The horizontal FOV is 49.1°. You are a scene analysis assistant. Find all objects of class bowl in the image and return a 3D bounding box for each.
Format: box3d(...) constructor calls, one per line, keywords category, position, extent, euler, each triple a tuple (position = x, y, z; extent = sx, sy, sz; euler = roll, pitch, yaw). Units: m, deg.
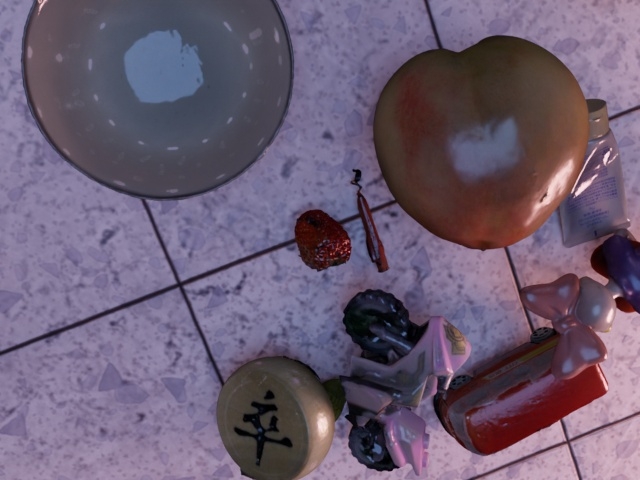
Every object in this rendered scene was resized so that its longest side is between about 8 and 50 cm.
box3d(category="bowl", position=(-0.208, -0.229, 0.948), extent=(0.338, 0.157, 0.336), euler=(-1, 101, -7))

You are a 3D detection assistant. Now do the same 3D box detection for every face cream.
box3d(category="face cream", position=(0.418, -0.102, 1.093), extent=(0.114, 0.070, 0.224), euler=(-18, 114, -2))

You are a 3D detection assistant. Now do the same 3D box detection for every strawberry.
box3d(category="strawberry", position=(0.000, 0.000, 1.052), extent=(0.083, 0.083, 0.096), euler=(-21, 102, -2))

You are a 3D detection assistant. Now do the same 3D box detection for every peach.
box3d(category="peach", position=(0.220, -0.132, 0.963), extent=(0.293, 0.247, 0.292), euler=(2, 78, -11))

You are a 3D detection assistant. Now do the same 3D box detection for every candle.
box3d(category="candle", position=(0.073, -0.029, 1.083), extent=(0.026, 0.021, 0.167), euler=(-18, 102, -3))

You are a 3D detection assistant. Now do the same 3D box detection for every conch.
box3d(category="conch", position=(-0.005, 0.262, 1.118), extent=(0.121, 0.074, 0.089), euler=(-25, 136, -17))

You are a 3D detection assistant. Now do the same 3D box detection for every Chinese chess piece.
box3d(category="Chinese chess piece", position=(-0.070, 0.269, 1.054), extent=(0.189, 0.083, 0.188), euler=(6, 101, 32))

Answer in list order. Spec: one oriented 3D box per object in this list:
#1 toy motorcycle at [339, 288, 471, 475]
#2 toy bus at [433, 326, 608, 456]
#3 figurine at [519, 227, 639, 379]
box3d(category="toy motorcycle", position=(0.129, 0.226, 1.060), extent=(0.188, 0.143, 0.326), euler=(5, 116, 17))
box3d(category="toy bus", position=(0.315, 0.241, 1.108), extent=(0.265, 0.120, 0.121), euler=(-28, 103, 1))
box3d(category="figurine", position=(0.492, 0.055, 1.044), extent=(0.421, 0.193, 0.154), euler=(-25, 88, -3))
